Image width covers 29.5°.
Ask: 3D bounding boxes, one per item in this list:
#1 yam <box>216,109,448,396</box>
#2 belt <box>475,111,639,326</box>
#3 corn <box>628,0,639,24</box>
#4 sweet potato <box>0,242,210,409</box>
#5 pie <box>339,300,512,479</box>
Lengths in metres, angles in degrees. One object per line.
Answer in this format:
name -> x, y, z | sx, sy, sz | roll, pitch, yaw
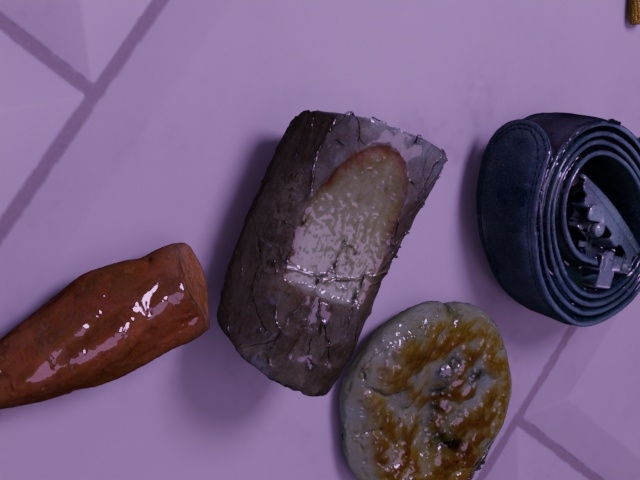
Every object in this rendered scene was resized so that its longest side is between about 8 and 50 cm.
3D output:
yam -> 0.000, 0.000, 1.127 | 0.154, 0.154, 0.254 | 18, 99, -36
belt -> 0.267, -0.033, 1.319 | 0.206, 0.116, 0.267 | -46, 126, -19
corn -> 0.362, -0.284, 1.367 | 0.028, 0.027, 0.083 | -9, 110, -35
sweet potato -> -0.198, 0.078, 1.049 | 0.251, 0.097, 0.097 | -27, 117, -27
pie -> 0.117, 0.175, 1.314 | 0.240, 0.054, 0.240 | -12, 111, -33
